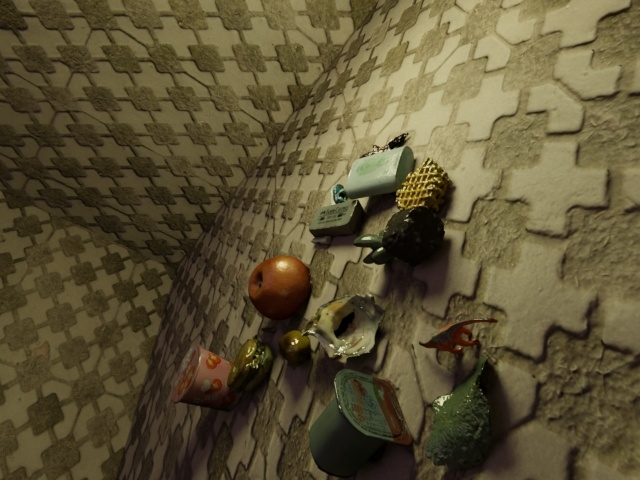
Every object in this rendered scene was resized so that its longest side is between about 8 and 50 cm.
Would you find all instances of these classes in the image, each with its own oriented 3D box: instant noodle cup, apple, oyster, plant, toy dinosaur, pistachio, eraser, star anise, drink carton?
[{"bbox_3d":[-0.453,0.581,1.826,0.243,0.231,0.243,-44,29,33],"label":"instant noodle cup"},{"bbox_3d":[-0.165,0.183,1.742,0.271,0.206,0.252,-13,55,56],"label":"apple"},{"bbox_3d":[0.074,0.262,1.338,0.275,0.100,0.271,-43,30,8],"label":"oyster"},{"bbox_3d":[0.223,0.008,1.282,0.274,0.146,0.149,-27,22,52],"label":"plant"},{"bbox_3d":[0.298,0.209,0.973,0.279,0.101,0.056,134,142,-51],"label":"toy dinosaur"},{"bbox_3d":[-0.084,0.368,1.528,0.110,0.100,0.189,-41,6,-15],"label":"pistachio"},{"bbox_3d":[0.208,-0.238,1.574,0.226,0.081,0.174,-8,56,45],"label":"eraser"},{"bbox_3d":[0.056,-0.079,1.750,0.352,0.077,0.112,-6,59,61],"label":"eraser"},{"bbox_3d":[0.240,-0.314,1.681,0.212,0.053,0.157,-9,67,36],"label":"star anise"},{"bbox_3d":[0.073,0.441,1.064,0.190,0.190,0.186,-55,27,27],"label":"drink carton"}]

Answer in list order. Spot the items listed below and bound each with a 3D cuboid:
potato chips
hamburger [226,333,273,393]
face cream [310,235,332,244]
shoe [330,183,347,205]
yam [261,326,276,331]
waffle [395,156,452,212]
[{"bbox_3d":[0.291,0.339,0.901,0.167,0.059,0.229,-39,31,56],"label":"potato chips"},{"bbox_3d":[-0.276,0.493,1.723,0.215,0.122,0.189,-56,19,19],"label":"hamburger"},{"bbox_3d":[0.000,0.000,1.821,0.130,0.034,0.034,-3,61,60],"label":"face cream"},{"bbox_3d":[0.082,-0.188,1.837,0.071,0.064,0.143,-30,34,30],"label":"shoe"},{"bbox_3d":[-0.218,0.373,1.854,0.116,0.021,0.021,-16,50,58],"label":"yam"},{"bbox_3d":[0.309,-0.144,1.361,0.197,0.070,0.193,-52,26,23],"label":"waffle"}]
